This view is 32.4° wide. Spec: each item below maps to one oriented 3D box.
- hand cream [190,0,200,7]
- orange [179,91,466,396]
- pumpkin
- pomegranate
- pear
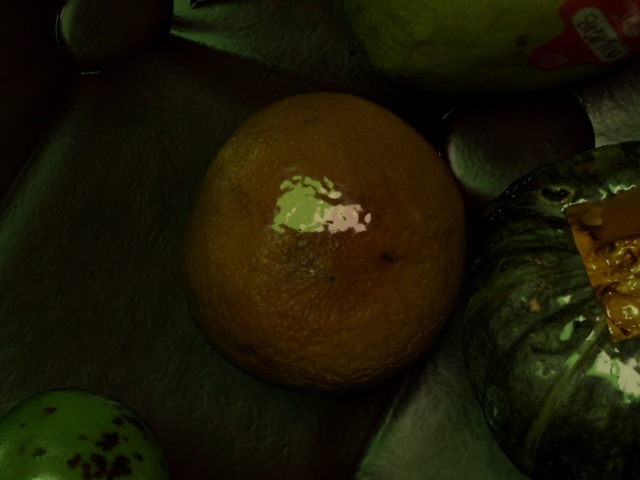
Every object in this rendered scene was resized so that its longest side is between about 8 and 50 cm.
[{"bbox_3d":[0.006,-0.332,1.188,0.336,0.076,0.121,-6,61,22],"label":"hand cream"},{"bbox_3d":[0.000,0.000,0.938,0.264,0.264,0.264,-6,66,15],"label":"orange"},{"bbox_3d":[0.260,0.062,0.838,0.320,0.192,0.320,-3,54,4],"label":"pumpkin"},{"bbox_3d":[-0.193,0.236,0.941,0.263,0.211,0.211,14,66,-21],"label":"pomegranate"},{"bbox_3d":[0.163,-0.261,0.994,0.375,0.287,0.287,-29,59,34],"label":"pear"}]
